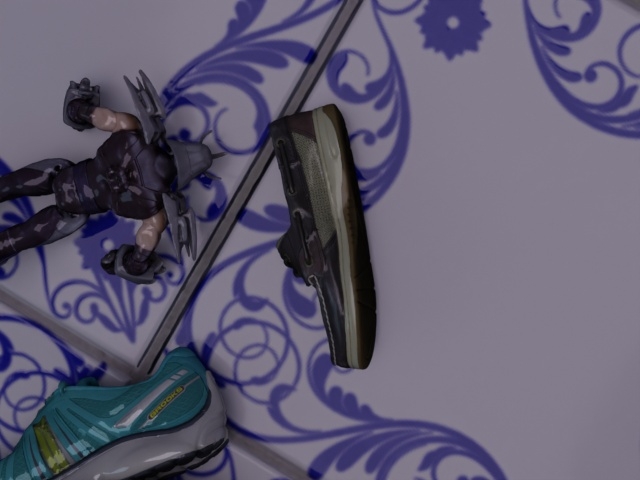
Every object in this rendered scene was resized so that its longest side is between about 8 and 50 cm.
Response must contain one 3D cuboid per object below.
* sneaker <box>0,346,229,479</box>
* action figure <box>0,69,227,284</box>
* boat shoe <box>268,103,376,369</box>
[{"bbox_3d":[-0.214,0.178,0.904,0.275,0.107,0.110,-21,71,3],"label":"sneaker"},{"bbox_3d":[-0.217,-0.040,0.882,0.285,0.099,0.185,-16,84,3],"label":"action figure"},{"bbox_3d":[0.000,-0.001,0.868,0.073,0.080,0.223,-8,87,12],"label":"boat shoe"}]
